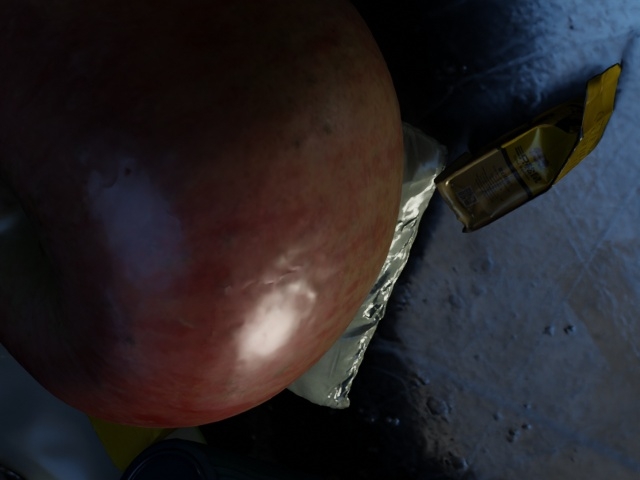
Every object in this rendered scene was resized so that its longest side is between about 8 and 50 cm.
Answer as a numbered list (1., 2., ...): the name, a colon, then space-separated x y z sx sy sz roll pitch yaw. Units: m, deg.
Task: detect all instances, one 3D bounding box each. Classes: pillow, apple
1. pillow: 0.000 0.000 1.277 0.128 0.051 0.229 30 119 19
2. apple: -0.097 -0.058 1.154 0.345 0.269 0.345 32 137 36

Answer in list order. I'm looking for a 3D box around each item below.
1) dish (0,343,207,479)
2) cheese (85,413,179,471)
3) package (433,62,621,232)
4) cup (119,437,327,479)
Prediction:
1. dish: -0.241 0.223 1.435 0.324 0.124 0.324 9 115 20
2. cheese: -0.104 0.086 1.292 0.171 0.093 0.126 -11 108 61
3. package: 0.141 -0.058 1.184 0.131 0.071 0.047 -31 92 29
4. cup: -0.078 0.211 1.294 0.150 0.138 0.113 -29 56 30
